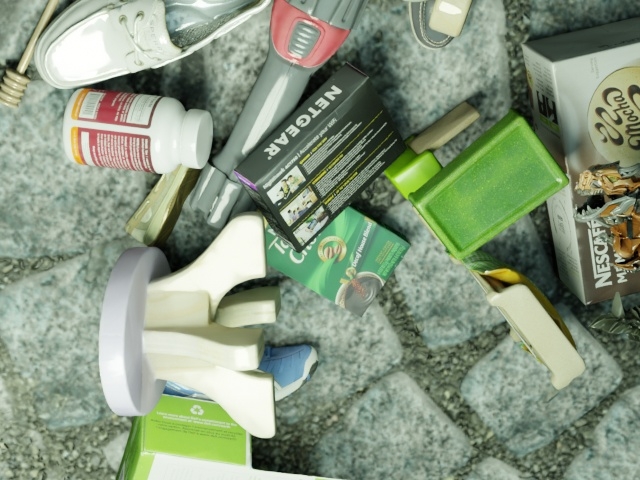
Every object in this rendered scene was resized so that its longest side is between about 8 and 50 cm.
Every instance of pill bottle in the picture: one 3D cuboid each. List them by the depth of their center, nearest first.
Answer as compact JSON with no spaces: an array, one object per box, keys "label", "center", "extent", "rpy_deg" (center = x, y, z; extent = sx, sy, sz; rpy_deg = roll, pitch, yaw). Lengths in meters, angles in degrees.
[{"label":"pill bottle","center":[-0.200,-0.119,1.856],"extent":[0.152,0.086,0.086],"rpy_deg":[8,108,12]}]

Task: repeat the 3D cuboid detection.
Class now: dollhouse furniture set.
[{"label":"dollhouse furniture set","center":[0.228,-0.003,1.924],"extent":[0.151,0.197,0.301],"rpy_deg":[-38,108,2]}]

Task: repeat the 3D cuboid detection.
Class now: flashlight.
[{"label":"flashlight","center":[-0.052,-0.163,1.885],"extent":[0.103,0.103,0.304],"rpy_deg":[8,115,-46]}]

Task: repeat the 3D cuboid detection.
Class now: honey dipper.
[{"label":"honey dipper","center":[-0.315,-0.223,1.860],"extent":[0.030,0.030,0.161],"rpy_deg":[24,99,-15]}]

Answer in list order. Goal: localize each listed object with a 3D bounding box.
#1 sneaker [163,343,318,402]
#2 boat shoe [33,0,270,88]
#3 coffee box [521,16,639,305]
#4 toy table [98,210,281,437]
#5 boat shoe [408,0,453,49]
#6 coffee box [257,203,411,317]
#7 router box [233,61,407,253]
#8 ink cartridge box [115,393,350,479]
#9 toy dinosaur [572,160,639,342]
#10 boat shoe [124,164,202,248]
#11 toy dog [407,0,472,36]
[{"label":"sneaker","center":[-0.106,0.152,1.985],"extent":[0.211,0.080,0.081],"rpy_deg":[-13,111,-5]},{"label":"boat shoe","center":[-0.181,-0.237,1.829],"extent":[0.277,0.096,0.098],"rpy_deg":[-26,120,-1]},{"label":"coffee box","center":[0.346,-0.094,1.950],"extent":[0.168,0.119,0.297],"rpy_deg":[-13,110,-7]},{"label":"toy table","center":[-0.134,0.098,1.845],"extent":[0.160,0.274,0.252],"rpy_deg":[-2,115,6]},{"label":"boat shoe","center":[0.151,-0.309,1.879],"extent":[0.075,0.065,0.206],"rpy_deg":[14,105,-12]},{"label":"coffee box","center":[0.000,0.000,1.971],"extent":[0.184,0.040,0.113],"rpy_deg":[32,101,-16]},{"label":"router box","center":[0.003,-0.091,1.874],"extent":[0.179,0.046,0.133],"rpy_deg":[-44,139,-11]},{"label":"ink cartridge box","center":[-0.104,0.289,1.986],"extent":[0.255,0.097,0.189],"rpy_deg":[9,133,-13]},{"label":"toy dinosaur","center":[0.414,0.018,1.862],"extent":[0.322,0.164,0.218],"rpy_deg":[17,88,-7]},{"label":"boat shoe","center":[-0.173,-0.064,1.921],"extent":[0.048,0.056,0.153],"rpy_deg":[31,109,14]},{"label":"toy dog","center":[0.125,-0.383,1.747],"extent":[0.220,0.161,0.334],"rpy_deg":[1,90,-1]}]
